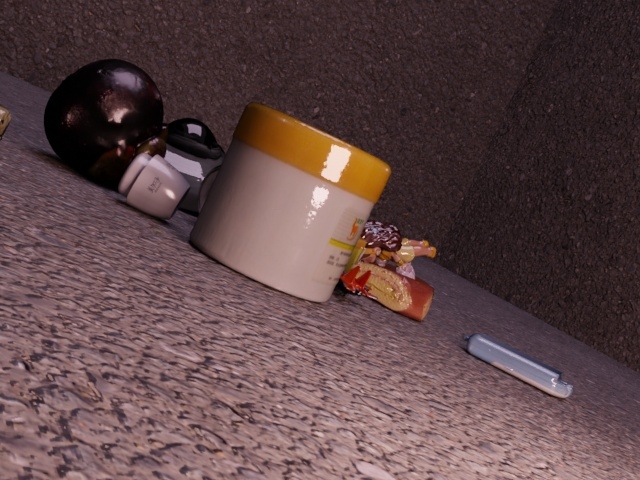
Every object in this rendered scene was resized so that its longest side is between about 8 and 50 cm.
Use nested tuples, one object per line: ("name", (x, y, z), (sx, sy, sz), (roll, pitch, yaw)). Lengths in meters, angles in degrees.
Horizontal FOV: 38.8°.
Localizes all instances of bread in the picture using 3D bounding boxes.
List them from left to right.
("bread", (0.157, 0.101, 1.710), (0.192, 0.067, 0.119), (23, 5, -30))

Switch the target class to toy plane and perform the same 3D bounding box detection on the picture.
("toy plane", (0.013, 0.053, 1.538), (0.130, 0.061, 0.189), (20, 2, -44))

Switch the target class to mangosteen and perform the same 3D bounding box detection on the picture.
("mangosteen", (-0.351, -0.184, 1.560), (0.250, 0.211, 0.211), (55, 1, -6))

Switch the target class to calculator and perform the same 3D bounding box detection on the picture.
("calculator", (0.343, 0.214, 1.586), (0.210, 0.039, 0.121), (26, 2, 19))

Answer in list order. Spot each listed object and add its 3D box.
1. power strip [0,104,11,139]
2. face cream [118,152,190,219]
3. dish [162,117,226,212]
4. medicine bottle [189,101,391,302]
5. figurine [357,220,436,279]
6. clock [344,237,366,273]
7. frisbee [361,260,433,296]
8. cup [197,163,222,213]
("power strip", (-0.570, -0.216, 1.457), (0.092, 0.066, 0.387), (25, 1, -32))
("face cream", (-0.259, -0.084, 1.417), (0.095, 0.091, 0.091), (32, 4, -3))
("dish", (-0.266, -0.176, 1.774), (0.273, 0.134, 0.273), (23, 19, -9))
("medicine bottle", (-0.045, -0.056, 1.357), (0.237, 0.232, 0.238), (25, 5, -2))
("figurine", (0.157, 0.018, 2.138), (0.240, 0.116, 0.174), (17, 10, -30))
("clock", (0.000, 0.000, 1.886), (0.143, 0.096, 0.202), (30, 6, 19))
("frisbee", (0.165, 0.081, 2.236), (0.250, 0.021, 0.251), (21, 9, -3))
("cup", (-0.101, -0.073, 1.676), (0.196, 0.196, 0.279), (27, 13, 20))
